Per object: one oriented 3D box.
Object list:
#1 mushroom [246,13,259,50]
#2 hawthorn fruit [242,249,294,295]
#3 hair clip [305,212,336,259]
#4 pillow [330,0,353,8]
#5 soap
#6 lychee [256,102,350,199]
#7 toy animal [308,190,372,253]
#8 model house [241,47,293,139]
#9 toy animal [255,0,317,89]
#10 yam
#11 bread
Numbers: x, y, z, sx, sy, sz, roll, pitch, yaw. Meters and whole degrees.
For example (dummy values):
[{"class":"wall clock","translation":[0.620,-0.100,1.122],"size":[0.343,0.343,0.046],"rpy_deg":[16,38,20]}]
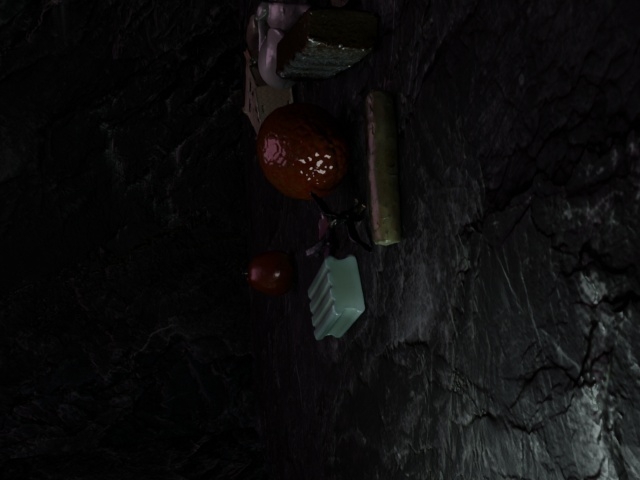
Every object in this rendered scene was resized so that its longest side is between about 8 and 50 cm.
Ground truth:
[{"class":"mushroom","translation":[-0.218,-0.734,2.493],"size":[0.350,0.128,0.128],"rpy_deg":[98,164,-65]},{"class":"hawthorn fruit","translation":[-0.203,0.122,2.530],"size":[0.185,0.202,0.185],"rpy_deg":[178,90,-85]},{"class":"hair clip","translation":[0.008,0.000,1.944],"size":[0.187,0.056,0.146],"rpy_deg":[123,143,-55]},{"class":"pillow","translation":[0.045,-0.629,1.565],"size":[0.119,0.053,0.208],"rpy_deg":[126,138,-76]},{"class":"soap","translation":[0.038,0.157,1.753],"size":[0.265,0.088,0.159],"rpy_deg":[116,148,-64]},{"class":"lychee","translation":[-0.051,-0.229,1.684],"size":[0.300,0.255,0.255],"rpy_deg":[-3,92,45]},{"class":"toy animal","translation":[0.061,-0.053,1.570],"size":[0.220,0.108,0.062],"rpy_deg":[43,145,17]},{"class":"model house","translation":[-0.172,-0.500,2.341],"size":[0.326,0.169,0.244],"rpy_deg":[103,152,-56]},{"class":"toy animal","translation":[-0.113,-0.612,1.985],"size":[0.249,0.174,0.289],"rpy_deg":[-163,71,-77]},{"class":"yam","translation":[0.127,-0.147,1.334],"size":[0.067,0.071,0.317],"rpy_deg":[-9,-85,-66]},{"class":"bread","translation":[0.002,-0.461,1.562],"size":[0.416,0.165,0.113],"rpy_deg":[-158,66,-76]}]
